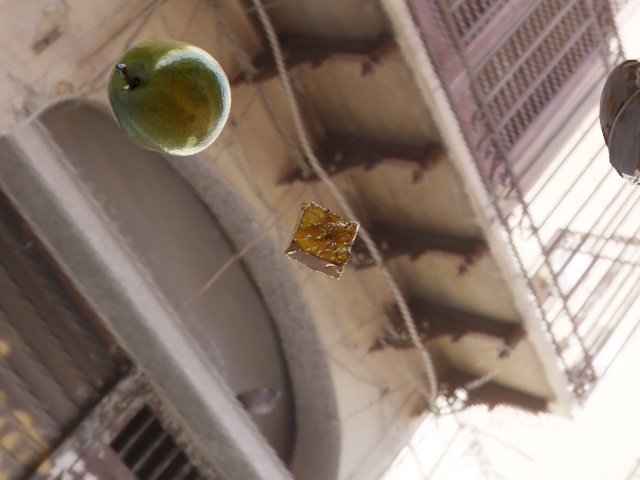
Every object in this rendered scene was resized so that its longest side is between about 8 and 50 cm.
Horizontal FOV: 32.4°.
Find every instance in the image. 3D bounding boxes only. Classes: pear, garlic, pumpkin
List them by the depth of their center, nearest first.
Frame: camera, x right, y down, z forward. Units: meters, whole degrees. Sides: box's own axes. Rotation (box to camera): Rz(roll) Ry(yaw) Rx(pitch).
[{"bbox_3d":[0.460,-0.156,1.378,0.213,0.160,0.191,-5,-43,-5],"label":"garlic"},{"bbox_3d":[0.000,0.000,1.385,0.083,0.074,0.054,25,-24,-6],"label":"pumpkin"},{"bbox_3d":[-0.229,-0.207,1.546,0.180,0.166,0.216,35,11,34],"label":"pear"}]
